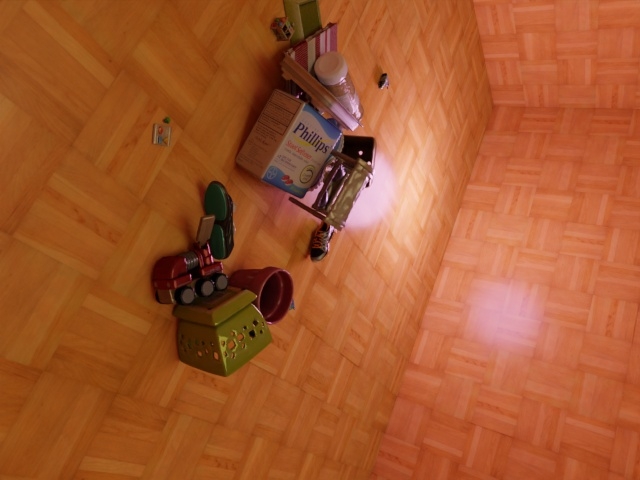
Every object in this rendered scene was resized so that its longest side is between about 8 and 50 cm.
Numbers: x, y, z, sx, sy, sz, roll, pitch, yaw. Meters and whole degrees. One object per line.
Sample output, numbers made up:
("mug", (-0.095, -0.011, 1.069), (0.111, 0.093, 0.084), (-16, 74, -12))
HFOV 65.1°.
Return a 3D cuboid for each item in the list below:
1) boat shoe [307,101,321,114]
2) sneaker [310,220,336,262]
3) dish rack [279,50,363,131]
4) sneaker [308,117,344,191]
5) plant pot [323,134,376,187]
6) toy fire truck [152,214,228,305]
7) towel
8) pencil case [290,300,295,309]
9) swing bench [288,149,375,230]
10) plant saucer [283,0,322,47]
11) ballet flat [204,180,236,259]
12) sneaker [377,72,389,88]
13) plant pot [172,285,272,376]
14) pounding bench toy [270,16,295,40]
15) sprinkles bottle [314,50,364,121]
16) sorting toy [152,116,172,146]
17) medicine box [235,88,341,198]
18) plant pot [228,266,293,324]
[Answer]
("boat shoe", (-0.055, -0.484, 1.938), (0.219, 0.078, 0.070), (-57, 133, -35))
("sneaker", (0.000, 0.000, 2.170), (0.083, 0.084, 0.214), (57, 43, -44))
("dish rack", (-0.004, -0.503, 1.762), (0.072, 0.285, 0.333), (-46, 160, 11))
("sneaker", (-0.013, -0.359, 1.987), (0.329, 0.130, 0.147), (-66, 148, -20))
("plant pot", (0.146, -0.343, 2.188), (0.187, 0.213, 0.212), (-13, 111, -69))
("toy fire truck", (-0.390, 0.055, 1.518), (0.217, 0.159, 0.246), (-21, 105, -53))
("towel", (-0.034, -0.660, 1.907), (0.329, 0.037, 0.236), (-48, 151, -36))
("pencil case", (-0.144, 0.212, 2.012), (0.070, 0.065, 0.151), (-75, 159, -59))
("swing bench", (0.057, -0.189, 1.861), (0.165, 0.255, 0.253), (29, 93, -43))
("plant saucer", (-0.052, -0.819, 1.861), (0.188, 0.045, 0.188), (-44, 134, -43))
("ballet flat", (-0.322, -0.072, 1.633), (0.096, 0.096, 0.280), (-45, 146, -56))
("sneaker", (0.316, -0.765, 2.466), (0.069, 0.038, 0.098), (51, 57, -50))
("plant pot", (-0.321, 0.270, 1.610), (0.228, 0.227, 0.207), (-32, 119, -48))
("pounding bench toy", (-0.127, -0.753, 1.755), (0.065, 0.052, 0.083), (51, 56, -50))
("sprinkles bottle", (0.081, -0.598, 2.012), (0.355, 0.121, 0.121), (48, 59, -65))
("sorting toy", (-0.446, -0.312, 1.423), (0.062, 0.012, 0.083), (-3, 102, -57))
("medicine box", (-0.106, -0.328, 1.751), (0.289, 0.149, 0.264), (-59, 148, 7))
("plant pot", (-0.222, 0.180, 1.770), (0.201, 0.180, 0.201), (-23, 118, -53))
